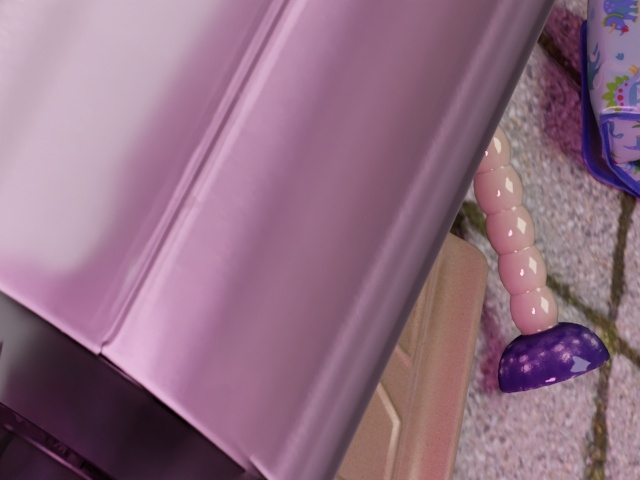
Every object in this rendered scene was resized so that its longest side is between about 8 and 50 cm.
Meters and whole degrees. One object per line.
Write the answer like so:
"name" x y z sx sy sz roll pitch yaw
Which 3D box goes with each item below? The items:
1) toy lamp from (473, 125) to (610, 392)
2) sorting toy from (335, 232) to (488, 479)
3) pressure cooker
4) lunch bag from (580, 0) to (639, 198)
"toy lamp" 0.104 -0.049 1.136 0.080 0.080 0.274 -23 95 -51
"sorting toy" 0.000 0.000 1.032 0.229 0.041 0.307 36 52 -32
"pressure cooker" -0.144 -0.042 0.584 0.375 0.370 0.420 73 39 -65
"lunch bag" 0.227 -0.109 1.296 0.151 0.096 0.128 58 31 -66
